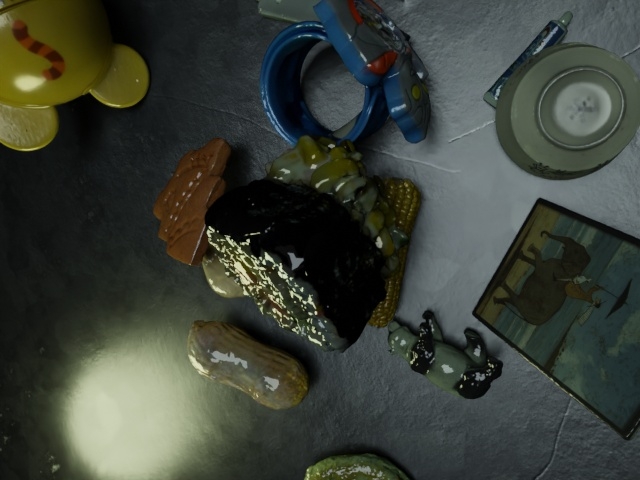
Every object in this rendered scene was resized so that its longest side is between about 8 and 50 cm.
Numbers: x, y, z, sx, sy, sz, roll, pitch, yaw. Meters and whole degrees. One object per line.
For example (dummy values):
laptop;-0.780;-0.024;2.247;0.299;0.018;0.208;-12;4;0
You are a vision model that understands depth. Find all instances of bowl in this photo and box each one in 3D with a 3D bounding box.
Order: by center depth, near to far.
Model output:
bowl;0.419;-0.216;0.823;0.238;0.126;0.237;3;101;16

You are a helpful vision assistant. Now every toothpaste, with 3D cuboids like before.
toothpaste;0.380;-0.325;0.892;0.057;0.035;0.197;48;110;26

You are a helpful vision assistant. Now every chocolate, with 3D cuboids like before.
chocolate;-0.167;0.274;1.091;0.309;0.134;0.134;25;103;16

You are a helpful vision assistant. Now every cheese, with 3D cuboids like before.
cheese;-0.176;0.027;1.081;0.235;0.117;0.217;23;104;20

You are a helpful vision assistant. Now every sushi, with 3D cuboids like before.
sushi;0.000;0.000;0.868;0.328;0.285;0.328;13;141;52

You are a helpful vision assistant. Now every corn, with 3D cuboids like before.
corn;0.124;0.027;0.981;0.102;0.102;0.312;15;101;18

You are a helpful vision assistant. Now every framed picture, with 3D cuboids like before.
framed picture;0.419;0.100;0.801;0.264;0.016;0.347;-64;31;14

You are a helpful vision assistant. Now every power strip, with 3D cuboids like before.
power strip;-0.037;-0.484;1.033;0.253;0.027;0.060;21;102;17

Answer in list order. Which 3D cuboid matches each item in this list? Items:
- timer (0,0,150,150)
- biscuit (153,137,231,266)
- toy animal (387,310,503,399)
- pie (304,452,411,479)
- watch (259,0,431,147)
timer;-0.632;-0.433;1.110;0.377;0.376;0.386;-19;113;21
biscuit;-0.283;-0.076;1.064;0.284;0.043;0.306;-37;48;29
toy animal;0.232;0.221;0.966;0.225;0.094;0.121;25;112;15
pie;0.094;0.610;1.058;0.324;0.070;0.322;2;95;18
watch;0.051;-0.276;0.937;0.275;0.241;0.305;-33;90;35
